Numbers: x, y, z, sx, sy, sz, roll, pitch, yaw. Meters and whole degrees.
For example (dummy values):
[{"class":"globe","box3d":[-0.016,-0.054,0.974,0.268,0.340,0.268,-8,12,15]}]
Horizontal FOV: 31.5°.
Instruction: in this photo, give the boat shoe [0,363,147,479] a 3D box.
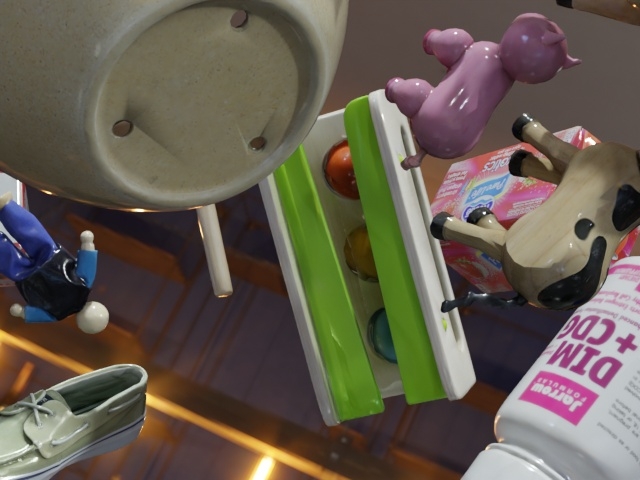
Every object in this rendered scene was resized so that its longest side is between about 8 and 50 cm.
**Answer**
[{"class":"boat shoe","box3d":[-0.325,0.216,1.325,0.109,0.094,0.302,28,27,28]}]

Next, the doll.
[{"class":"doll","box3d":[-0.311,0.032,1.294,0.189,0.129,0.046,49,-4,-8]}]

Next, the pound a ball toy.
[{"class":"pound a ball toy","box3d":[0.000,0.000,1.029,0.208,0.319,0.136,-15,1,17]}]

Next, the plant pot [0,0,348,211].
[{"class":"plant pot","box3d":[-0.096,-0.124,0.619,0.191,0.284,0.284,55,2,40]}]

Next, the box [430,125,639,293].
[{"class":"box","box3d":[0.242,-0.028,1.317,0.128,0.122,0.257,37,-20,-19]}]

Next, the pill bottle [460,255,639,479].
[{"class":"pill bottle","box3d":[0.267,0.165,1.073,0.160,0.283,0.160,37,-19,15]}]

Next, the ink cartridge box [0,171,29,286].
[{"class":"ink cartridge box","box3d":[-0.508,-0.009,1.584,0.197,0.114,0.273,-2,-11,-12]}]

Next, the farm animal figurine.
[{"class":"farm animal figurine","box3d":[0.207,-0.133,0.662,0.172,0.327,0.330,33,-43,45]}]
